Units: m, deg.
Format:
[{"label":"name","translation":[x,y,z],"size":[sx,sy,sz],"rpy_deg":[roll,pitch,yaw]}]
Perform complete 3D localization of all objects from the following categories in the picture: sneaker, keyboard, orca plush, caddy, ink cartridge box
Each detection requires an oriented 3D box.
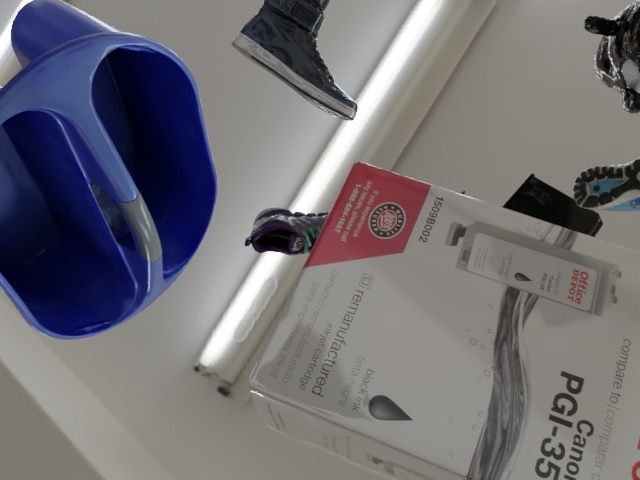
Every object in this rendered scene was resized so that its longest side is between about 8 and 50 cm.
[{"label":"sneaker","translation":[0.381,-0.068,0.764],"size":[0.162,0.073,0.063],"rpy_deg":[-7,-104,43]},{"label":"keyboard","translation":[0.216,0.021,0.881],"size":[0.202,0.033,0.317],"rpy_deg":[36,-118,20]},{"label":"orca plush","translation":[0.363,-0.233,0.798],"size":[0.102,0.287,0.151],"rpy_deg":[16,-68,8]},{"label":"sneaker","translation":[-0.003,-0.304,1.030],"size":[0.226,0.086,0.163],"rpy_deg":[36,-87,-2]},{"label":"caddy","translation":[-0.219,-0.050,0.628],"size":[0.179,0.341,0.241],"rpy_deg":[33,-118,23]},{"label":"ink cartridge box","translation":[0.121,0.086,0.497],"size":[0.283,0.117,0.207],"rpy_deg":[19,-116,14]},{"label":"sneaker","translation":[0.000,0.000,1.011],"size":[0.224,0.098,0.083],"rpy_deg":[0,-67,10]}]
